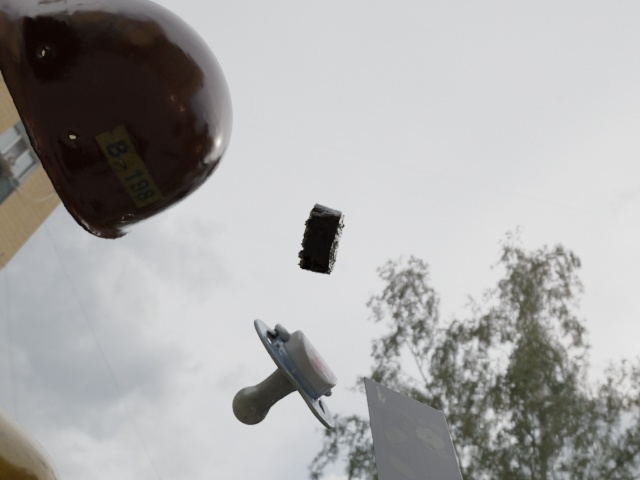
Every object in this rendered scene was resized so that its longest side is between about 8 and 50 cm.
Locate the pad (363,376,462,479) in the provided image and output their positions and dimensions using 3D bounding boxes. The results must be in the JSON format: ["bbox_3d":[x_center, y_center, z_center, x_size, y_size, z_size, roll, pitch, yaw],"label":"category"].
[{"bbox_3d":[0.113,0.244,0.817,0.127,0.190,0.004,27,-66,-15],"label":"pad"}]

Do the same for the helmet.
[{"bbox_3d":[-0.248,-0.204,0.969,0.230,0.338,0.385,-13,-46,7],"label":"helmet"}]

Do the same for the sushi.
[{"bbox_3d":[0.000,0.000,1.402,0.078,0.091,0.151,16,-52,7],"label":"sushi"}]

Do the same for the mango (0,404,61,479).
[{"bbox_3d":[-0.385,0.189,0.634,0.317,0.173,0.211,34,-21,-15],"label":"mango"}]

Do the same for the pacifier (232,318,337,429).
[{"bbox_3d":[-0.094,0.306,1.491,0.225,0.238,0.287,-34,-76,-4],"label":"pacifier"}]
